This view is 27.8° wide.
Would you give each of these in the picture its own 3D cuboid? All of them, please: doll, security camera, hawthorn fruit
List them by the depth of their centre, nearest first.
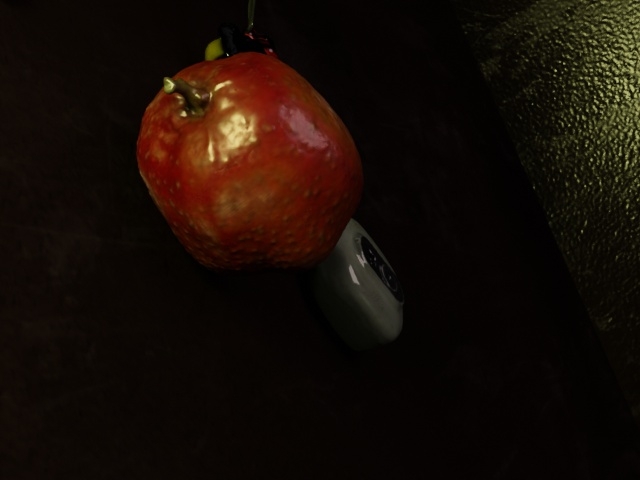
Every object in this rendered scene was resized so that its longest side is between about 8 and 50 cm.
[{"bbox_3d":[-0.074,-0.081,1.199,0.253,0.205,0.205,59,17,-51],"label":"hawthorn fruit"},{"bbox_3d":[0.000,0.000,1.507,0.301,0.080,0.157,50,25,-30],"label":"security camera"},{"bbox_3d":[-0.083,-0.190,1.517,0.127,0.088,0.248,41,14,-5],"label":"doll"}]

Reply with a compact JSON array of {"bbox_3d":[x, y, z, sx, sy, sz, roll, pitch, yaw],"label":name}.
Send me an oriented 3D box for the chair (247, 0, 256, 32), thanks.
[{"bbox_3d":[-0.127,-0.375,1.471,0.159,0.172,0.246,17,41,-20],"label":"chair"}]
